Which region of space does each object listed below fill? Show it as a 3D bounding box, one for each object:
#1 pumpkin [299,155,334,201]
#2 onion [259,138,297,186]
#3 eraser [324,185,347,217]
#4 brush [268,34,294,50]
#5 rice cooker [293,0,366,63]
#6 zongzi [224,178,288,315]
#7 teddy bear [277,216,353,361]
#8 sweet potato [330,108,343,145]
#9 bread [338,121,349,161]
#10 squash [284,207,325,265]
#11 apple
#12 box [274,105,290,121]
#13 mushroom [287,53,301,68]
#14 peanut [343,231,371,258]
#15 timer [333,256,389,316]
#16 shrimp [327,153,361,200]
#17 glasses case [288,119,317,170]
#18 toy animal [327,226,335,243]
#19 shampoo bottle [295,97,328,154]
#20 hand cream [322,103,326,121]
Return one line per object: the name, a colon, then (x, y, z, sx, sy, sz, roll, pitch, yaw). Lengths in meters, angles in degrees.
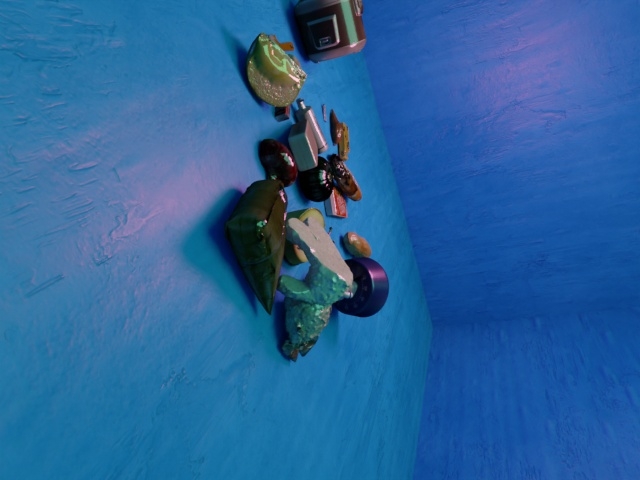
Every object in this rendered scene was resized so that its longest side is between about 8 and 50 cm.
pumpkin: (-0.011, -0.264, 1.991, 0.202, 0.140, 0.202, -3, 90, -70)
onion: (-0.146, -0.283, 1.727, 0.206, 0.098, 0.151, 57, 30, -45)
eraser: (0.074, -0.194, 2.306, 0.230, 0.038, 0.158, 3, 78, -68)
brush: (-0.165, -0.860, 2.052, 0.272, 0.013, 0.103, -55, 131, -61)
rice cooker: (0.049, -1.065, 2.247, 0.335, 0.334, 0.326, -63, 141, -57)
zongzi: (-0.167, 0.011, 1.482, 0.323, 0.159, 0.361, -69, 151, -54)
teddy bear: (-0.076, 0.170, 1.631, 0.375, 0.362, 0.327, 51, 23, 15)
sweet potato: (0.089, -0.618, 2.499, 0.068, 0.068, 0.226, 27, 55, -63)
bread: (0.130, -0.545, 2.585, 0.088, 0.049, 0.226, 30, 54, -62)
squash: (-0.071, -0.009, 1.765, 0.220, 0.133, 0.221, -4, 90, -66)
apple: (-0.193, -0.620, 1.731, 0.265, 0.120, 0.193, 30, 93, -44)
box: (-0.151, -0.589, 1.910, 0.039, 0.055, 0.218, 44, 41, -53)
mushroom: (-0.144, -0.685, 1.863, 0.112, 0.147, 0.148, 60, 25, -74)
peanut: (0.189, 0.030, 2.409, 0.263, 0.101, 0.117, 30, 28, -59)
timer: (0.084, 0.194, 1.943, 0.383, 0.270, 0.271, 8, 72, -51)
shrimp: (0.114, -0.351, 2.372, 0.445, 0.085, 0.272, 26, 40, -66)
glasses case: (-0.068, -0.394, 1.884, 0.336, 0.076, 0.144, -89, 160, -67)
toy animal: (0.000, 0.000, 1.966, 0.186, 0.093, 0.215, -47, 133, -54)
shampoo bottle: (-0.049, -0.519, 2.090, 0.085, 0.085, 0.263, -74, 145, -48)
hand cream: (0.020, -0.668, 2.422, 0.030, 0.019, 0.093, -8, 95, -70)
